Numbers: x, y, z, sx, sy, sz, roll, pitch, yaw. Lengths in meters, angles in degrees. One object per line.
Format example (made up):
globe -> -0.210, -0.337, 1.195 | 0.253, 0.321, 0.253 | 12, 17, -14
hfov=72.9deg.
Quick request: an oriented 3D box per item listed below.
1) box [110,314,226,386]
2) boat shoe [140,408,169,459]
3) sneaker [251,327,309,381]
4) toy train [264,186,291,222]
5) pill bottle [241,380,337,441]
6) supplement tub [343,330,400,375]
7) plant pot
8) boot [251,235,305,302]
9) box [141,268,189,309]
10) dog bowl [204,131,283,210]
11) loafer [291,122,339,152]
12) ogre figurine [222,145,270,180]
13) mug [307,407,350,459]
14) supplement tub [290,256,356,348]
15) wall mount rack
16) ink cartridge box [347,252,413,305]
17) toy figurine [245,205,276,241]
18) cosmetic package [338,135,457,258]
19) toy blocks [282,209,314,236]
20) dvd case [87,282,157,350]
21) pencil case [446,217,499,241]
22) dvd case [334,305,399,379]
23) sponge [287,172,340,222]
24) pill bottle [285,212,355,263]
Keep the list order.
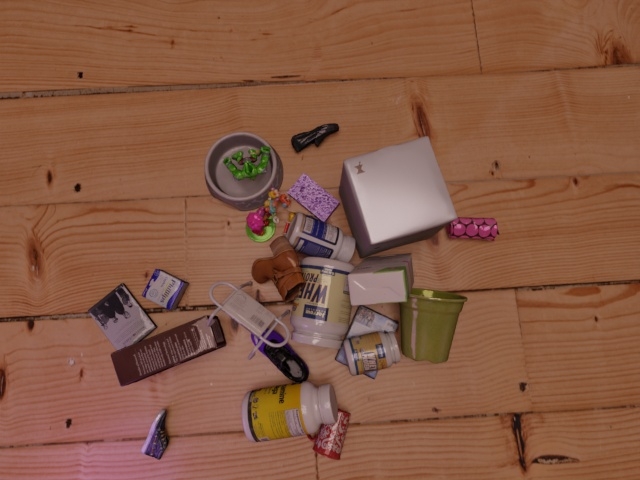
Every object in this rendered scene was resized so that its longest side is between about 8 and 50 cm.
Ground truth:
box -> -0.579, 0.423, 1.686 | 0.380, 0.191, 0.143 | -20, 81, -4
boat shoe -> -0.624, 0.757, 1.694 | 0.083, 0.065, 0.184 | 22, 87, 2
sneaker -> -0.156, 0.447, 1.708 | 0.293, 0.146, 0.102 | 40, 82, 6
toy train -> -0.169, -0.156, 1.808 | 0.125, 0.046, 0.166 | 51, 37, -27
pill bottle -> -0.111, 0.636, 1.629 | 0.333, 0.188, 0.188 | -12, 80, 8
supplement tub -> 0.198, 0.436, 1.691 | 0.199, 0.144, 0.145 | -13, 80, -2
plant pot -> 0.418, 0.331, 1.695 | 0.275, 0.276, 0.254 | 6, 91, 1
boot -> -0.162, 0.148, 1.693 | 0.283, 0.108, 0.220 | -47, 56, 34
box -> -0.637, 0.202, 1.785 | 0.137, 0.072, 0.126 | 25, 81, 3
dog bowl -> -0.337, -0.306, 1.864 | 0.348, 0.102, 0.349 | 0, 79, -1
loafer -> -0.019, -0.452, 1.908 | 0.223, 0.076, 0.078 | -20, 86, 1
ogre figurine -> -0.295, -0.309, 1.766 | 0.196, 0.097, 0.118 | -7, 68, -13
mug -> 0.032, 0.735, 1.679 | 0.150, 0.113, 0.170 | 20, 77, 1
supplement tub -> 0.010, 0.243, 1.700 | 0.235, 0.235, 0.325 | 10, 80, 1
wall mount rack -> -0.259, 0.275, 1.668 | 0.350, 0.131, 0.304 | 37, 43, 5
ink cartridge box -> 0.246, 0.140, 1.665 | 0.206, 0.353, 0.119 | -7, 97, 19
toy figurine -> -0.248, -0.089, 1.796 | 0.130, 0.159, 0.173 | 27, 80, 4
cosmetic package -> 0.275, -0.148, 1.693 | 0.329, 0.394, 0.328 | -16, 81, -3
toy blocks -> -0.097, -0.047, 1.843 | 0.123, 0.054, 0.148 | 11, 91, -7
dvd case -> -0.816, 0.323, 1.783 | 0.179, 0.029, 0.239 | -40, 83, -7
pencil case -> 0.640, -0.048, 1.835 | 0.209, 0.095, 0.098 | 2, 100, 2
dvd case -> 0.191, 0.413, 1.781 | 0.180, 0.022, 0.253 | 25, 81, 5
sponge -> -0.029, -0.184, 1.879 | 0.210, 0.031, 0.117 | 39, 82, 6
pill bottle -> 0.000, 0.000, 1.764 | 0.264, 0.153, 0.153 | 22, 80, -14
